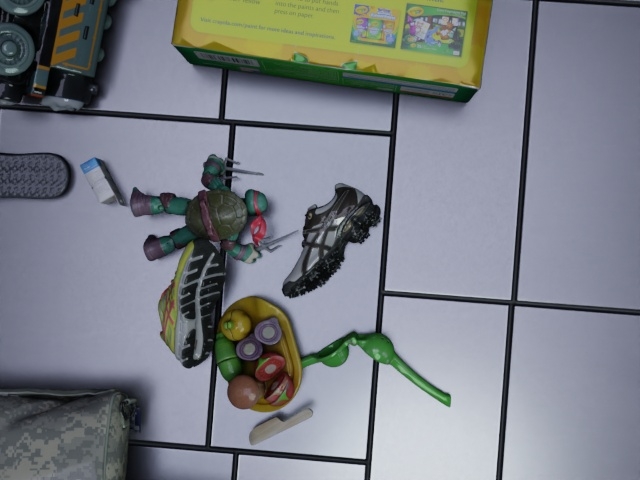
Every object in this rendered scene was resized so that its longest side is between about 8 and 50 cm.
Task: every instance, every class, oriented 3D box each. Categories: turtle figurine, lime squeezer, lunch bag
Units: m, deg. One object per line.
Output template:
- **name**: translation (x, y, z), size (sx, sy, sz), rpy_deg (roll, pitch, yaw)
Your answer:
- **turtle figurine**: translation (-0.160, -0.045, 1.530), size (0.234, 0.118, 0.175), rpy_deg (-11, 89, 8)
- **lime squeezer**: translation (0.047, 0.189, 1.553), size (0.310, 0.059, 0.110), rpy_deg (3, 122, 2)
- **lunch bag**: translation (-0.426, 0.341, 1.480), size (0.305, 0.212, 0.256), rpy_deg (2, 86, -1)

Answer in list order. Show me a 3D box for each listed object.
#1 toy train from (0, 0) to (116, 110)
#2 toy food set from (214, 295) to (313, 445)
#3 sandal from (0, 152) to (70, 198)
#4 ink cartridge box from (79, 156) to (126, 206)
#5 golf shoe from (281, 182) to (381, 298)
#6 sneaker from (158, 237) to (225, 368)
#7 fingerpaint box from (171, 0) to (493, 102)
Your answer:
- **toy train**: translation (-0.401, -0.358, 1.518), size (0.190, 0.142, 0.334), rpy_deg (10, 92, -26)
- **toy food set**: translation (-0.098, 0.191, 1.518), size (0.128, 0.071, 0.218), rpy_deg (-21, 81, 19)
- **sandal**: translation (-0.518, -0.105, 1.577), size (0.254, 0.054, 0.097), rpy_deg (9, 97, -7)
- **ink cartridge box**: translation (-0.334, -0.084, 1.565), size (0.028, 0.048, 0.083), rpy_deg (-28, 88, 2)
- **golf shoe**: translation (0.000, 0.000, 1.547), size (0.094, 0.077, 0.198), rpy_deg (43, 89, 19)
- **sneaker**: translation (-0.206, 0.085, 1.514), size (0.094, 0.081, 0.209), rpy_deg (32, 120, 37)
- **fingerpaint box**: translation (0.035, -0.423, 1.499), size (0.444, 0.163, 0.371), rpy_deg (8, 90, 2)
